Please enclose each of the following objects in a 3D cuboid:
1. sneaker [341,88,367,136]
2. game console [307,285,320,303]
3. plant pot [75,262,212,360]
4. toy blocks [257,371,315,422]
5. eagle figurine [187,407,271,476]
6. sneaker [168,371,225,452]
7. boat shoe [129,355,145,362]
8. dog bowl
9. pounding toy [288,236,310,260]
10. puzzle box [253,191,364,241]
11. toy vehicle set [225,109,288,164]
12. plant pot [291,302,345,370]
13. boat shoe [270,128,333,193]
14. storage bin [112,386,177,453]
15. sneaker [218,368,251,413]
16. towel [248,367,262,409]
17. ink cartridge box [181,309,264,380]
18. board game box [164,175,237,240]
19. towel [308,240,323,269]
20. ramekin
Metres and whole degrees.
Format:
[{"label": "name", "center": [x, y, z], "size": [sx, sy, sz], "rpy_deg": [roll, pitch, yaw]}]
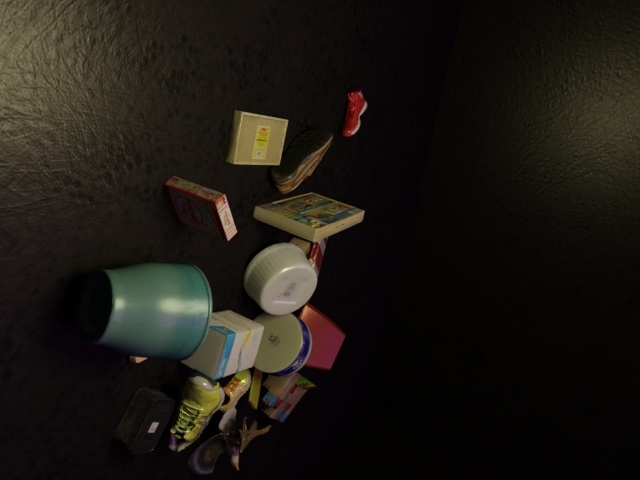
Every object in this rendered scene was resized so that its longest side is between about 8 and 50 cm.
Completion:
[{"label": "sneaker", "center": [0.130, -0.572, 2.103], "size": [0.128, 0.087, 0.221], "rpy_deg": [56, 45, -50]}, {"label": "game console", "center": [-0.052, 0.288, 2.361], "size": [0.122, 0.107, 0.071], "rpy_deg": [-49, 120, -38]}, {"label": "plant pot", "center": [-0.467, 0.178, 1.244], "size": [0.255, 0.272, 0.271], "rpy_deg": [14, 95, -51]}, {"label": "toy blocks", "center": [-0.191, 0.742, 2.325], "size": [0.261, 0.191, 0.381], "rpy_deg": [-51, 151, -13]}, {"label": "eagle figurine", "center": [-0.387, 0.831, 1.961], "size": [0.226, 0.298, 0.225], "rpy_deg": [34, 44, -36]}, {"label": "sneaker", "center": [-0.425, 0.588, 1.619], "size": [0.147, 0.145, 0.384], "rpy_deg": [-64, 176, -50]}, {"label": "boat shoe", "center": [-0.506, 0.321, 1.481], "size": [0.170, 0.059, 0.063], "rpy_deg": [-41, 142, -46]}, {"label": "dog bowl", "center": [-0.174, 0.420, 1.981], "size": [0.264, 0.265, 0.104], "rpy_deg": [-64, 152, -13]}, {"label": "pounding toy", "center": [-0.108, 0.095, 2.085], "size": [0.181, 0.094, 0.206], "rpy_deg": [-55, 159, -49]}, {"label": "puzzle box", "center": [-0.032, -0.103, 1.877], "size": [0.409, 0.272, 0.052], "rpy_deg": [-24, 130, -58]}, {"label": "toy vehicle set", "center": [-0.209, -0.340, 1.621], "size": [0.267, 0.035, 0.165], "rpy_deg": [-14, 120, -61]}, {"label": "plant pot", "center": [-0.042, 0.453, 2.181], "size": [0.267, 0.236, 0.267], "rpy_deg": [-64, -173, -13]}, {"label": "boat shoe", "center": [-0.073, -0.305, 1.845], "size": [0.324, 0.123, 0.120], "rpy_deg": [-46, 152, -26]}, {"label": "storage bin", "center": [-0.558, 0.575, 1.535], "size": [0.180, 0.084, 0.122], "rpy_deg": [-65, 155, -12]}, {"label": "sneaker", "center": [-0.358, 0.610, 1.967], "size": [0.208, 0.082, 0.094], "rpy_deg": [-63, 152, -14]}, {"label": "towel", "center": [-0.278, 0.594, 2.068], "size": [0.102, 0.021, 0.237], "rpy_deg": [73, 16, -47]}, {"label": "ink cartridge box", "center": [-0.346, 0.363, 1.703], "size": [0.233, 0.171, 0.168], "rpy_deg": [5, 104, -64]}, {"label": "board game box", "center": [-0.338, -0.091, 1.360], "size": [0.045, 0.194, 0.146], "rpy_deg": [-51, 148, -34]}, {"label": "towel", "center": [0.000, 0.000, 2.169], "size": [0.237, 0.037, 0.328], "rpy_deg": [72, 31, -73]}, {"label": "ramekin", "center": [-0.147, 0.159, 1.867], "size": [0.277, 0.135, 0.277], "rpy_deg": [-21, 134, -23]}]
